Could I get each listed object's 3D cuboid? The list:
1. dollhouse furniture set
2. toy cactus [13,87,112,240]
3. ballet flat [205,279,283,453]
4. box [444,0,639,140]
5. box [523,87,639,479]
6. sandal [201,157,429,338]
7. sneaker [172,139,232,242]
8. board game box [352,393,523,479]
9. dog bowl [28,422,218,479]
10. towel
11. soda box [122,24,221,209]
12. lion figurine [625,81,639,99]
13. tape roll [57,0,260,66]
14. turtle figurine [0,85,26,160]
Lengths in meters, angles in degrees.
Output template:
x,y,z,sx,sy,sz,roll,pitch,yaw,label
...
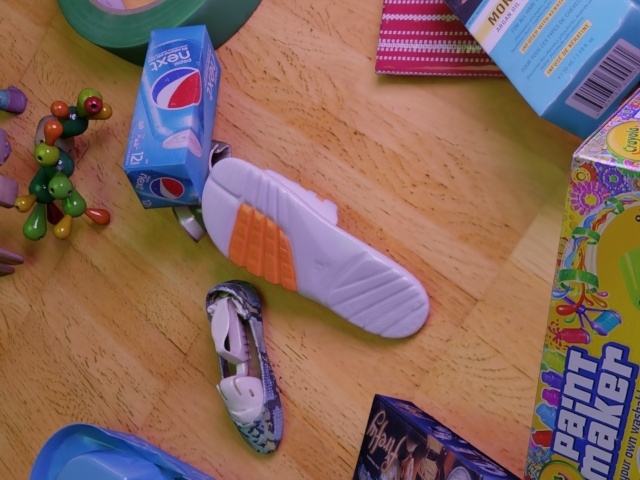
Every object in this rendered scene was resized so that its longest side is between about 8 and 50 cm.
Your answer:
x,y,z,sx,sy,sz,roll,pitch,yaw,label
-0.440,-0.045,1.018,0.144,0.123,0.151,-14,67,27,dollhouse furniture set
-0.323,-0.109,0.976,0.180,0.112,0.219,57,133,49,toy cactus
-0.087,0.132,0.811,0.070,0.070,0.188,-23,70,24,ballet flat
0.177,-0.197,0.633,0.100,0.060,0.244,-53,37,28,box
0.297,0.079,0.467,0.279,0.177,0.290,18,125,31,box
-0.004,0.009,0.789,0.265,0.076,0.102,34,113,9,sandal
-0.142,-0.093,0.892,0.086,0.064,0.192,-29,62,6,sneaker
0.075,0.233,0.618,0.042,0.243,0.165,16,88,-12,board game box
-0.192,0.307,0.831,0.297,0.074,0.166,17,89,31,dog bowl
0.164,-0.296,0.771,0.199,0.031,0.275,7,86,28,towel
-0.158,-0.138,0.841,0.067,0.071,0.210,-5,55,7,soda box
0.355,-0.195,0.571,0.240,0.142,0.392,19,98,45,lion figurine
-0.194,-0.380,0.962,0.321,0.077,0.321,-6,77,28,tape roll
-0.508,-0.182,1.008,0.118,0.234,0.175,41,101,29,turtle figurine
